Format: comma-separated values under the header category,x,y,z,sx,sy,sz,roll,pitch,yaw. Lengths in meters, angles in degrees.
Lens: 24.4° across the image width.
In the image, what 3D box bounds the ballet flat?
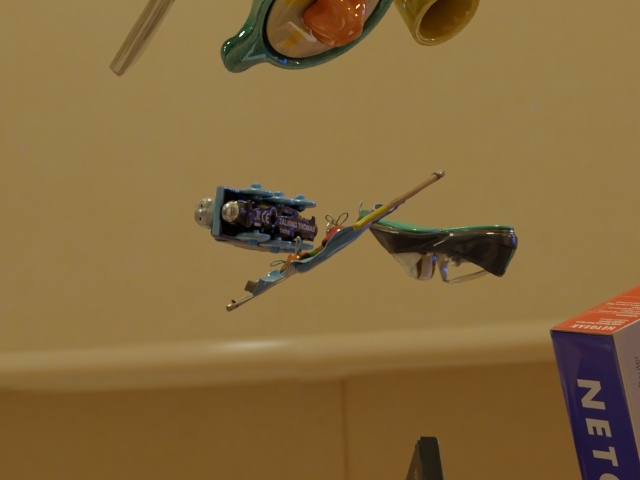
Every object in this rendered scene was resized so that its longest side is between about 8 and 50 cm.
category,x,y,z,sx,sy,sz,roll,pitch,yaw
ballet flat,0.131,0.013,1.670,0.203,0.074,0.074,4,0,42

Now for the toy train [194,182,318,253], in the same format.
category,x,y,z,sx,sy,sz,roll,pitch,yaw
toy train,-0.080,-0.023,1.844,0.105,0.080,0.184,0,-7,33

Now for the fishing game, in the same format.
category,x,y,z,sx,sy,sz,roll,pitch,yaw
fishing game,0.000,0.000,1.506,0.189,0.041,0.264,-31,-1,-34

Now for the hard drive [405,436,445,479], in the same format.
category,x,y,z,sx,sy,sz,roll,pitch,yaw
hard drive,0.094,0.262,1.394,0.022,0.094,0.135,2,-44,-9

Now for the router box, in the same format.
category,x,y,z,sx,sy,sz,roll,pitch,yaw
router box,0.383,0.193,1.435,0.301,0.335,0.082,-20,12,-35

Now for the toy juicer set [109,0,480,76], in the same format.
category,x,y,z,sx,sy,sz,roll,pitch,yaw
toy juicer set,0.010,-0.218,1.156,0.329,0.089,0.209,-16,-34,-30
